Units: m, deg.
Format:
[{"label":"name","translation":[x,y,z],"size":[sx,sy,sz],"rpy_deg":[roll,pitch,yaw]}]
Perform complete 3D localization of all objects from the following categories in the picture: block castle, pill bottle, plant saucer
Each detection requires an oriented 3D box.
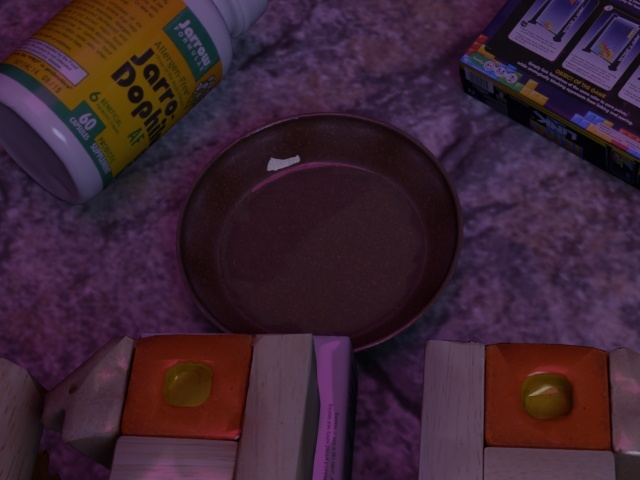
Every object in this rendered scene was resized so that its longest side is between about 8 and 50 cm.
[{"label":"block castle","translation":[0.026,0.216,0.642],"size":[0.453,0.303,0.213],"rpy_deg":[1,52,7]},{"label":"pill bottle","translation":[-0.139,-0.134,0.981],"size":[0.117,0.118,0.208],"rpy_deg":[35,67,24]},{"label":"plant saucer","translation":[0.000,0.000,0.930],"size":[0.198,0.036,0.199],"rpy_deg":[-3,58,5]}]

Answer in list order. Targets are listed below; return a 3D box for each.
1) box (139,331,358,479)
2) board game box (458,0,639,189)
[{"label":"box","translation":[-0.049,0.129,0.835],"size":[0.137,0.072,0.126],"rpy_deg":[1,59,6]},{"label":"board game box","translation":[0.209,-0.132,0.971],"size":[0.170,0.048,0.141],"rpy_deg":[34,75,23]}]
